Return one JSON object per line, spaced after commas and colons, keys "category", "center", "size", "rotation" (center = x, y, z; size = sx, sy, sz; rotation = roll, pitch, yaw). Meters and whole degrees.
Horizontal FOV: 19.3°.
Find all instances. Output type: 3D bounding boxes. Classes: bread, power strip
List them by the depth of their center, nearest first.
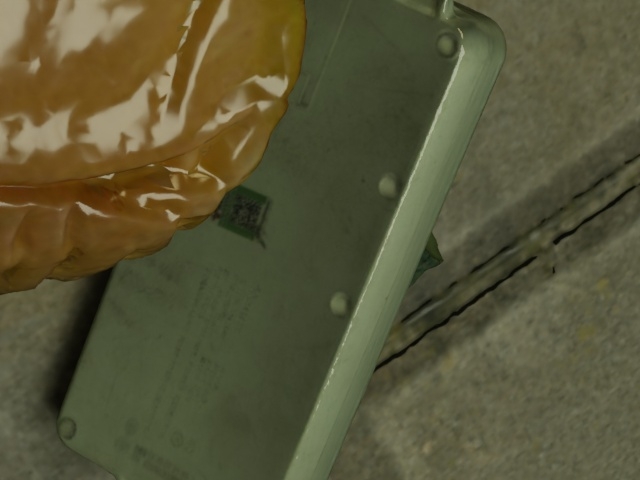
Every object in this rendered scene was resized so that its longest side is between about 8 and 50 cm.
{"category": "bread", "center": [-0.136, -0.083, 0.643], "size": [0.274, 0.149, 0.274], "rotation": [-11, 117, -21]}
{"category": "power strip", "center": [-0.021, -0.001, 0.777], "size": [0.046, 0.118, 0.270], "rotation": [-12, 127, -64]}

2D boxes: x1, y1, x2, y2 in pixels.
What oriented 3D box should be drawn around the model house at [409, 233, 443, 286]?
{"category": "model house", "center": [0.000, 0.000, 0.833], "size": [0.083, 0.066, 0.079], "rotation": [-34, 140, 11]}
